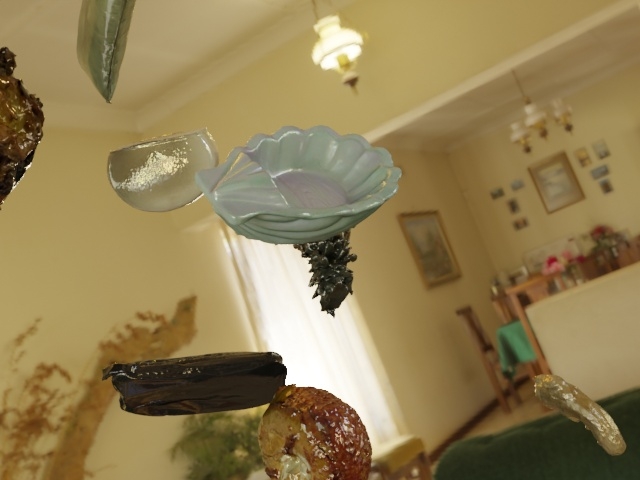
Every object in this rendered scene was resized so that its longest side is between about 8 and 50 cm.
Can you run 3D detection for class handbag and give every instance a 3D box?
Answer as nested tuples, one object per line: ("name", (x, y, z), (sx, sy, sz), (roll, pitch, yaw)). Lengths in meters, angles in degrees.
("handbag", (-0.230, 0.266, 1.590), (0.332, 0.075, 0.192), (-2, -31, -7))

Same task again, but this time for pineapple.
("pineapple", (0.000, 0.000, 1.555), (0.157, 0.279, 0.158), (-10, -28, -6))

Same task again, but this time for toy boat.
("toy boat", (-0.028, -0.067, 1.152), (0.290, 0.199, 0.100), (-13, -47, -35))

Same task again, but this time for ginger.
("ginger", (0.408, 0.270, 1.350), (0.051, 0.173, 0.070), (-27, -37, -25))

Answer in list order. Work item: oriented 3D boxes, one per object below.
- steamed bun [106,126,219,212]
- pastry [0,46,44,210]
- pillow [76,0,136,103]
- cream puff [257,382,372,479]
("steamed bun", (-0.343, -0.151, 1.911), (0.241, 0.164, 0.146), (-11, 11, 5))
("pastry", (-0.690, -0.172, 1.526), (0.404, 0.337, 0.292), (-18, 32, 12))
("pillow", (-0.351, -0.402, 1.420), (0.074, 0.185, 0.303), (0, -55, -30))
("cream puff", (-0.007, 0.361, 1.499), (0.164, 0.240, 0.240), (-29, -2, -35))
